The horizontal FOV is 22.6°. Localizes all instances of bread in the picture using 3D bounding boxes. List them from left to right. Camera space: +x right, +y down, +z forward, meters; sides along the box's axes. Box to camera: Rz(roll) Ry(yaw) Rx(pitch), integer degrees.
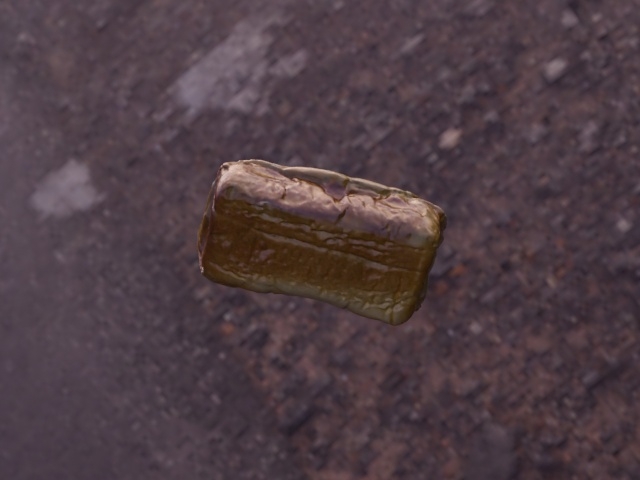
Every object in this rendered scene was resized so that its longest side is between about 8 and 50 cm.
[{"bbox_3d":[0.000,0.000,0.862,0.053,0.132,0.074,-84,6,-60],"label":"bread"}]
